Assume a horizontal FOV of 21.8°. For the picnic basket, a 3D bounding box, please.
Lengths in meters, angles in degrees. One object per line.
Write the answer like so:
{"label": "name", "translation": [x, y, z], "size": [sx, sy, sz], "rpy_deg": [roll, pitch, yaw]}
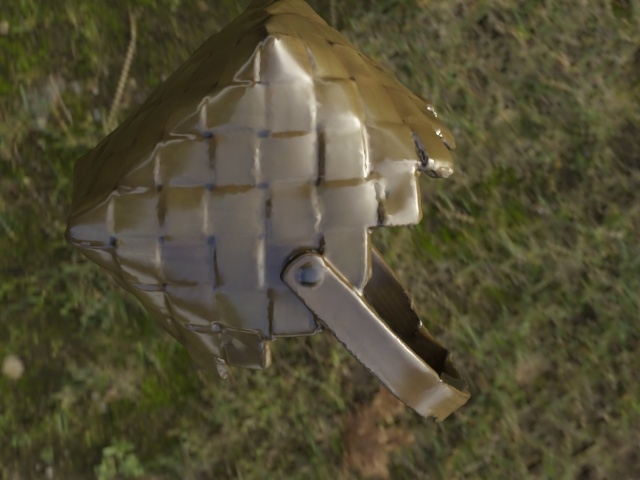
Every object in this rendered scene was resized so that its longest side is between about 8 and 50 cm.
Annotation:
{"label": "picnic basket", "translation": [0.000, 0.000, 0.673], "size": [0.138, 0.128, 0.178], "rpy_deg": [-41, 104, 12]}
